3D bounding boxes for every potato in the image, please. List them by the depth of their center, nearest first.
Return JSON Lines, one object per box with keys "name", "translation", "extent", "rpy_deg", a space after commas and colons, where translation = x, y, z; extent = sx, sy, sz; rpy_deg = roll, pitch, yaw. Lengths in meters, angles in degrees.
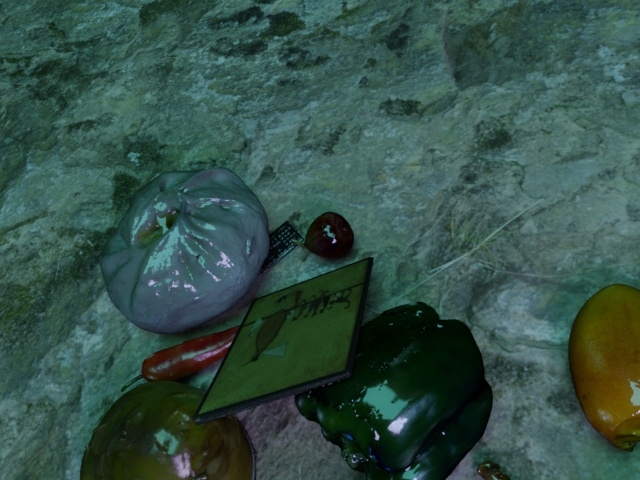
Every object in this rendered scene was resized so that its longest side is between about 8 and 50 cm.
{"name": "potato", "translation": [-0.268, 0.335, 0.963], "extent": [0.299, 0.196, 0.247], "rpy_deg": [4, 61, 21]}

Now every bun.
{"name": "bun", "translation": [-0.271, -0.003, 1.153], "extent": [0.354, 0.194, 0.355], "rpy_deg": [-11, 55, 16]}

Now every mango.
{"name": "mango", "translation": [0.444, 0.168, 0.874], "extent": [0.153, 0.126, 0.252], "rpy_deg": [-5, 50, 26]}

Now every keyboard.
{"name": "keyboard", "translation": [-0.126, 0.041, 1.197], "extent": [0.198, 0.010, 0.063], "rpy_deg": [-40, 59, -7]}

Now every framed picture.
{"name": "framed picture", "translation": [-0.044, 0.145, 0.964], "extent": [0.255, 0.014, 0.339], "rpy_deg": [-22, 20, 20]}

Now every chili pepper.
{"name": "chili pepper", "translation": [0.116, 0.228, 0.884], "extent": [0.256, 0.249, 0.233], "rpy_deg": [-38, 44, -18]}
{"name": "chili pepper", "translation": [-0.245, 0.215, 1.101], "extent": [0.272, 0.063, 0.071], "rpy_deg": [-24, 40, 0]}

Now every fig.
{"name": "fig", "translation": [0.000, 0.000, 1.150], "extent": [0.125, 0.089, 0.089], "rpy_deg": [-23, 52, 35]}

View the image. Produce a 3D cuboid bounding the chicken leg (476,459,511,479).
{"name": "chicken leg", "translation": [0.289, 0.390, 0.820], "extent": [0.101, 0.085, 0.207], "rpy_deg": [-32, 46, -18]}
